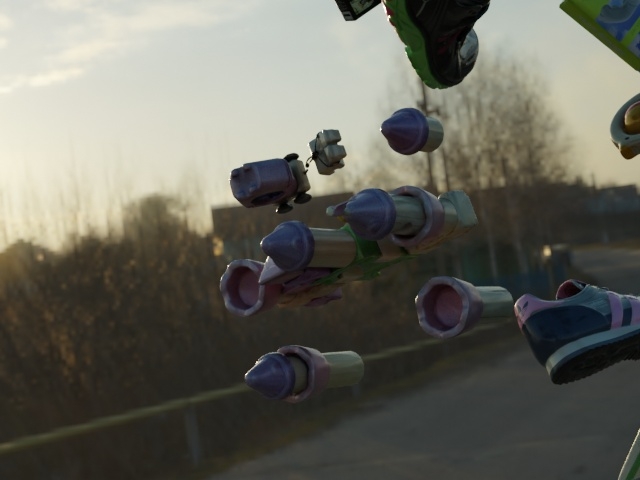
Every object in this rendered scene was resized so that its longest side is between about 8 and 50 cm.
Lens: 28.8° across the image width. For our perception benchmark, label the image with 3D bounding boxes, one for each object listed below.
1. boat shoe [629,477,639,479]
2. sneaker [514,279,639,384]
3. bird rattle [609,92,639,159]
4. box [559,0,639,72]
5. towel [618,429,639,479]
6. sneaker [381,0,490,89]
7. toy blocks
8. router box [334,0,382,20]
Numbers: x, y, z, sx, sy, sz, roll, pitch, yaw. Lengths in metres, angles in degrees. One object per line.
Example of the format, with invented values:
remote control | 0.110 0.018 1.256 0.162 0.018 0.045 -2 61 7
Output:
boat shoe | 0.472 0.320 1.432 0.355 0.132 0.130 -18 -34 23
sneaker | 0.403 0.098 1.726 0.319 0.131 0.112 -9 -37 -40
bird rattle | 0.647 -0.254 2.398 0.207 0.254 0.143 -28 -50 22
box | 0.461 -0.340 1.881 0.178 0.109 0.042 38 -12 -6
towel | 0.571 0.311 1.628 0.324 0.248 0.038 22 27 16
sneaker | 0.232 -0.408 2.209 0.202 0.185 0.483 -18 -15 11
toy blocks | 0.000 0.000 1.373 0.288 0.309 0.260 -28 -18 34
router box | 0.092 -0.506 2.294 0.179 0.133 0.046 -36 22 -17
